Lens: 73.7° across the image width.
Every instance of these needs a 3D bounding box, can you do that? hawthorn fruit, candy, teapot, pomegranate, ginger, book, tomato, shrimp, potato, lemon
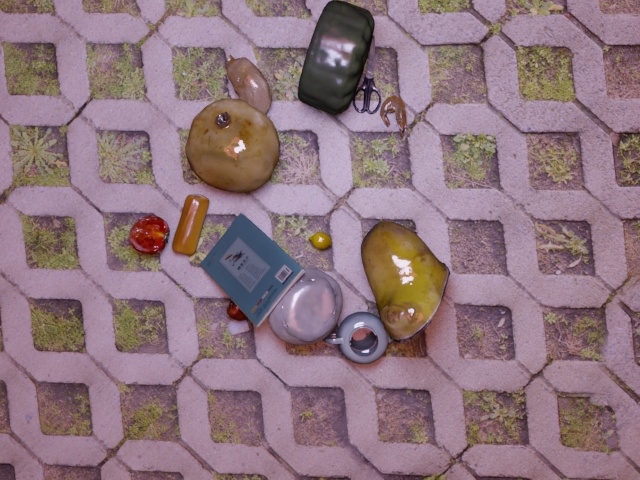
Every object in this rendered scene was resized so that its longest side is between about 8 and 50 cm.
[{"bbox_3d":[-0.306,0.268,1.625,0.093,0.081,0.081,39,91,-28],"label":"hawthorn fruit"},{"bbox_3d":[-0.060,0.241,1.560,0.295,0.185,0.295,2,78,-7],"label":"candy"},{"bbox_3d":[0.155,0.361,1.578,0.294,0.129,0.193,-2,89,1],"label":"teapot"},{"bbox_3d":[-0.309,-0.328,1.508,0.333,0.332,0.332,0,90,2],"label":"pomegranate"},{"bbox_3d":[-0.267,-0.572,1.593,0.152,0.138,0.267,-15,94,7],"label":"ginger"},{"bbox_3d":[-0.260,0.097,1.556,0.379,0.031,0.264,41,91,30],"label":"book"},{"bbox_3d":[-0.644,-0.011,1.627,0.139,0.091,0.159,9,63,-7],"label":"tomato"},{"bbox_3d":[0.277,-0.466,1.619,0.095,0.045,0.162,-9,91,2],"label":"shrimp"},{"bbox_3d":[0.240,0.117,1.474,0.296,0.290,0.397,43,50,-5],"label":"potato"},{"bbox_3d":[0.000,0.000,1.616,0.092,0.065,0.065,14,90,3],"label":"lemon"}]

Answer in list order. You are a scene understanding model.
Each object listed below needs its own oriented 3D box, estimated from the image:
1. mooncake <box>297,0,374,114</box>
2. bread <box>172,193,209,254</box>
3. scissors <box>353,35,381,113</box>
[{"bbox_3d":[0.061,-0.622,1.476,0.194,0.356,0.356,21,90,-4],"label":"mooncake"},{"bbox_3d":[-0.498,-0.063,1.629,0.093,0.074,0.239,16,90,7],"label":"bread"},{"bbox_3d":[0.187,-0.636,1.634,0.109,0.022,0.300,5,89,-2],"label":"scissors"}]
